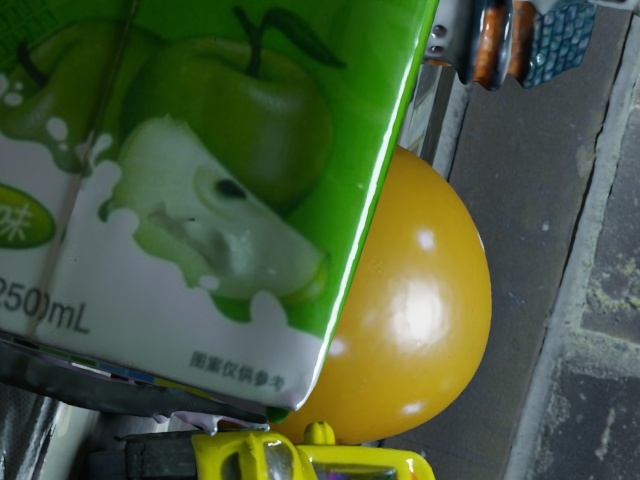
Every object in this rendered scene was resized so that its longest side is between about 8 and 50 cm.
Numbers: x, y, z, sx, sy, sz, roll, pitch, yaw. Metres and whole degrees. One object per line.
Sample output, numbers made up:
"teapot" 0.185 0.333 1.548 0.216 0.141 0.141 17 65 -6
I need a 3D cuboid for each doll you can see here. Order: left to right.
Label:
"doll" 0.000 0.000 0.962 0.213 0.213 0.236 15 77 -82

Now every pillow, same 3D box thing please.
"pillow" -0.115 0.051 0.715 0.169 0.059 0.255 -55 160 -89

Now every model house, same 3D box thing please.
"model house" 0.153 -0.199 1.283 0.190 0.301 0.271 -76 176 -47

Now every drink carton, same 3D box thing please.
"drink carton" -0.042 -0.077 0.552 0.108 0.161 0.271 135 -29 -82

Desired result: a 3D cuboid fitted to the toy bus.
"toy bus" -0.031 0.165 0.824 0.330 0.152 0.144 146 -59 -76
